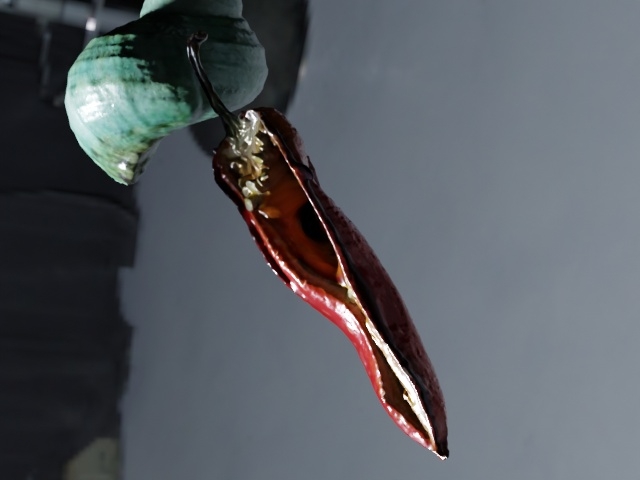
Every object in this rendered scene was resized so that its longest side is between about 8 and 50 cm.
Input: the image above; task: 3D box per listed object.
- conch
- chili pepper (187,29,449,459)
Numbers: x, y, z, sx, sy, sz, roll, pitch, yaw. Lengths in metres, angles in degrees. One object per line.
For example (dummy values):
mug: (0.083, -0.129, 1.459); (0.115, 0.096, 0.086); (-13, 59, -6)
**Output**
conch: (-0.132, -0.141, 1.363); (0.188, 0.122, 0.176); (-36, 11, -2)
chili pepper: (0.000, 0.000, 0.856); (0.059, 0.050, 0.268); (-44, 73, 30)
